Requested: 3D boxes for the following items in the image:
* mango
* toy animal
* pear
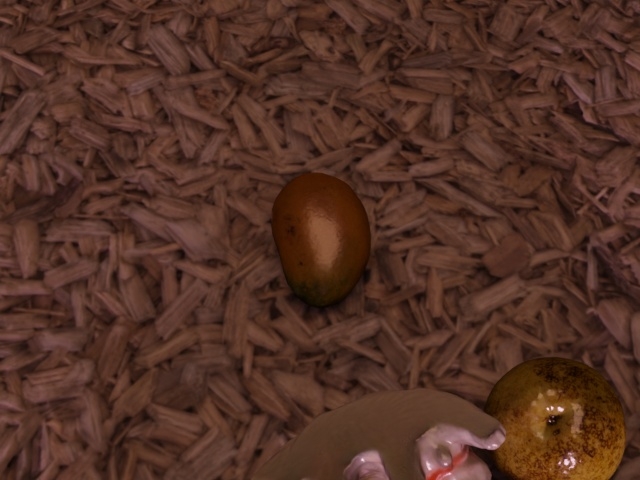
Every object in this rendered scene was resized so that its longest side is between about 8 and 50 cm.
[{"bbox_3d":[0.005,-0.003,1.680,0.151,0.120,0.221,-14,65,-6],"label":"mango"},{"bbox_3d":[0.081,0.333,1.465,0.308,0.188,0.266,-42,45,-12],"label":"toy animal"},{"bbox_3d":[0.324,0.251,1.483,0.197,0.197,0.197,0,57,-1],"label":"pear"}]
